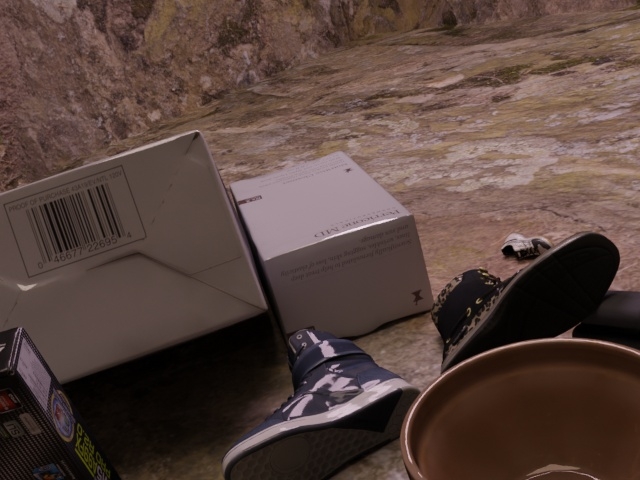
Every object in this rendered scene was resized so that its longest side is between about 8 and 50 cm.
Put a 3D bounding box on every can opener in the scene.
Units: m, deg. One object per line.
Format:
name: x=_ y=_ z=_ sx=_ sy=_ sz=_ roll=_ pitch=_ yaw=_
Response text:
can opener: x=0.317 y=0.091 z=0.767 sx=0.093 sy=0.074 sz=0.280 roll=-27 pitch=7 yaw=-11

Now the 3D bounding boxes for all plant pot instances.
plant pot: x=0.195 y=0.190 z=0.663 sx=0.237 sy=0.109 sz=0.237 roll=-15 pitch=21 yaw=6

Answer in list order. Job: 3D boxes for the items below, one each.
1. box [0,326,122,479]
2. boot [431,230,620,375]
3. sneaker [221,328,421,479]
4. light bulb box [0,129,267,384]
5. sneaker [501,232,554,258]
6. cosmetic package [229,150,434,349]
box: x=-0.326 y=0.221 z=0.745 sx=0.216 sy=0.270 sz=0.060 roll=-16 pitch=36 yaw=0
boot: x=0.216 y=0.058 z=0.901 sx=0.236 sy=0.085 sz=0.178 roll=-48 pitch=12 yaw=15
sneaker: x=-0.027 y=0.179 z=0.859 sx=0.226 sy=0.086 sz=0.163 roll=-17 pitch=30 yaw=-27
light bulb box: x=-0.267 y=0.048 z=1.022 sx=0.358 sy=0.225 sz=0.361 roll=-19 pitch=-3 yaw=-5
sneaker: x=0.296 y=0.014 z=1.131 sx=0.037 sy=0.032 sz=0.083 roll=-44 pitch=27 yaw=-25
cosmetic package: x=0.000 y=0.000 z=1.201 sx=0.217 sy=0.156 sz=0.385 roll=-18 pitch=21 yaw=-9
